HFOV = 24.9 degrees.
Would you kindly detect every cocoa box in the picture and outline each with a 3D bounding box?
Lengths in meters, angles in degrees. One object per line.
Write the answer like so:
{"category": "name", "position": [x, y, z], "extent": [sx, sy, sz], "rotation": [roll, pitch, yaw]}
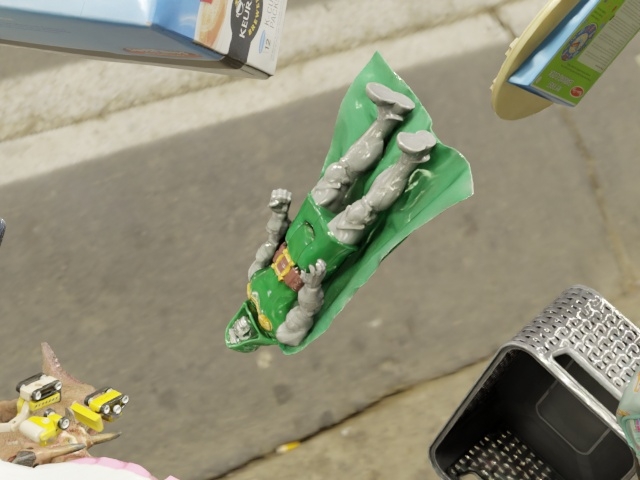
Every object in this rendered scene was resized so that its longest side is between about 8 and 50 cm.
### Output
{"category": "cocoa box", "position": [-0.218, -0.281, 1.220], "extent": [0.228, 0.347, 0.231], "rotation": [13, 87, -68]}

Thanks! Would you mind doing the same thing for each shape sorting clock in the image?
{"category": "shape sorting clock", "position": [0.220, -0.180, 1.217], "extent": [0.206, 0.206, 0.040], "rotation": [-31, 66, -34]}

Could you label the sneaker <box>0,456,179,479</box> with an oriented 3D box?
{"category": "sneaker", "position": [-0.078, 0.092, 0.342], "extent": [0.178, 0.072, 0.077], "rotation": [18, 55, 18]}

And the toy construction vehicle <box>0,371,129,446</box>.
{"category": "toy construction vehicle", "position": [-0.226, 0.149, 1.234], "extent": [0.098, 0.086, 0.035], "rotation": [-27, 128, -49]}

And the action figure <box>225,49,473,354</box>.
{"category": "action figure", "position": [0.000, 0.000, 0.990], "extent": [0.063, 0.232, 0.137], "rotation": [7, 41, -37]}

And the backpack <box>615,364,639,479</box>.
{"category": "backpack", "position": [0.196, 0.068, 0.604], "extent": [0.115, 0.182, 0.152], "rotation": [35, 85, 6]}

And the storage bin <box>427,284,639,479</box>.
{"category": "storage bin", "position": [0.169, 0.133, 1.029], "extent": [0.122, 0.180, 0.084], "rotation": [43, 53, 14]}

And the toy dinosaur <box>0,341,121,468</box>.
{"category": "toy dinosaur", "position": [-0.287, 0.210, 1.577], "extent": [0.127, 0.200, 0.295], "rotation": [54, 26, -20]}

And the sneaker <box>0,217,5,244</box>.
{"category": "sneaker", "position": [-0.322, -0.020, 1.199], "extent": [0.094, 0.153, 0.235], "rotation": [28, 34, -38]}
